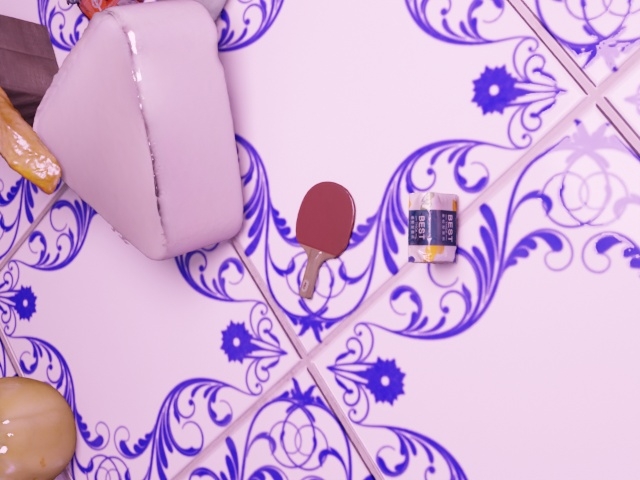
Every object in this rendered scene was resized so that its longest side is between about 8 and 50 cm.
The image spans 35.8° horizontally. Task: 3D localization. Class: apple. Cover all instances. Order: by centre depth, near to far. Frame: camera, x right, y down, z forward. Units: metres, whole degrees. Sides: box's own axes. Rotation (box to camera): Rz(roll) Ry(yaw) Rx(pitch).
[{"bbox_3d":[-0.470,0.301,1.516,0.200,0.200,0.200,-1,88,36],"label":"apple"}]

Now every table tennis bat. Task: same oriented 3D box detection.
[{"bbox_3d":[0.000,0.000,1.287,0.087,0.013,0.156,19,98,32],"label":"table tennis bat"}]

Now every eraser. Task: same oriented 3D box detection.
[{"bbox_3d":[-0.234,-0.174,1.328,0.331,0.150,0.331,22,122,41],"label":"eraser"}]

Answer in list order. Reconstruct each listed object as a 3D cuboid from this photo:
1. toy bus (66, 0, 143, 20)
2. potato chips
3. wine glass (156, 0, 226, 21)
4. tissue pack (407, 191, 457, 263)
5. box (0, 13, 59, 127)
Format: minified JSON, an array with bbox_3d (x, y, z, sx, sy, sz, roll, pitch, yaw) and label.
[{"bbox_3d":[-0.361,-0.426,1.528,0.096,0.073,0.235,-38,68,19],"label":"toy bus"},{"bbox_3d":[-0.494,-0.224,1.429,0.057,0.080,0.407,-46,65,14],"label":"potato chips"},{"bbox_3d":[-0.179,-0.486,1.391,0.264,0.096,0.309,39,112,36],"label":"wine glass"},{"bbox_3d":[0.132,-0.015,1.161,0.042,0.062,0.083,-1,87,41],"label":"tissue pack"},{"bbox_3d":[-0.554,-0.248,1.608,0.231,0.149,0.155,-31,71,31],"label":"box"}]
